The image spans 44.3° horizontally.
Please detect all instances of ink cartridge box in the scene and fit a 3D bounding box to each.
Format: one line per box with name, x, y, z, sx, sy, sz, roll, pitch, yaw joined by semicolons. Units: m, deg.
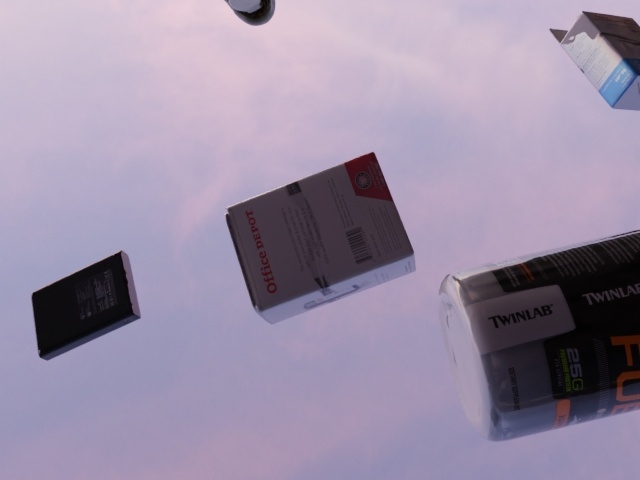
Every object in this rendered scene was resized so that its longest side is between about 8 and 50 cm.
ink cartridge box;0.412;-0.262;1.100;0.104;0.060;0.180;-2;-130;-28
ink cartridge box;0.000;0.000;1.055;0.218;0.092;0.158;-20;-110;3

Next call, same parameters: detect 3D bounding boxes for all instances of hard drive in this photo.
hard drive;-0.293;0.080;0.973;0.135;0.022;0.094;-24;-120;9

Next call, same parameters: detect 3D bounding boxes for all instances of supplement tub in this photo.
supplement tub;0.183;0.057;0.521;0.191;0.117;0.117;-13;-118;-1

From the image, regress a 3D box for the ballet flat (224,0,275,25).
ballet flat;-0.162;-0.468;1.237;0.139;0.400;0.139;-5;-106;19
